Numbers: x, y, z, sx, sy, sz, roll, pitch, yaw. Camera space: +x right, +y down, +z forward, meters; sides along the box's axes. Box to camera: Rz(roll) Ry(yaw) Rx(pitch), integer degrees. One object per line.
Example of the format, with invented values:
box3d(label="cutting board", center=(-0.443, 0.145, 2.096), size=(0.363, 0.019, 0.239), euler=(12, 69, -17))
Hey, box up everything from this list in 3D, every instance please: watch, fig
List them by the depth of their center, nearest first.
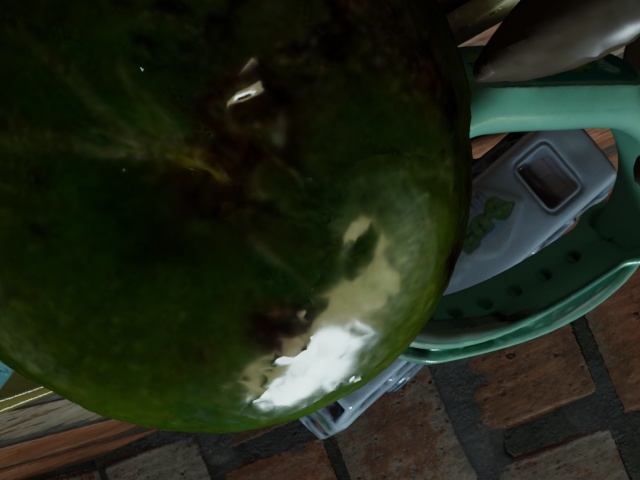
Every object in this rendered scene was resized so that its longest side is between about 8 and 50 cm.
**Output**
box3d(label="fig", center=(-0.038, -0.047, 0.492), size=(0.203, 0.203, 0.235), euler=(-24, -165, 15))
box3d(label="watch", center=(0.116, -0.021, 0.785), size=(0.237, 0.068, 0.195), euler=(-7, 123, -30))

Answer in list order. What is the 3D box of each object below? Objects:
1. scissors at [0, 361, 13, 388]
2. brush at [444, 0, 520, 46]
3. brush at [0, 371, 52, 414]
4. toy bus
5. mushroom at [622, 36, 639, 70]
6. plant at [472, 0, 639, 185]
box3d(label="scissors", center=(-0.263, 0.087, 0.993), size=(0.180, 0.032, 0.393), euler=(4, 162, -18))
box3d(label="brush", center=(0.087, -0.127, 0.735), size=(0.336, 0.020, 0.085), euler=(-26, 170, 33))
box3d(label="brush", center=(-0.249, 0.122, 1.363), size=(0.233, 0.047, 0.103), euler=(-20, 171, -19))
box3d(label="toy bus", center=(0.099, 0.017, 1.057), size=(0.330, 0.109, 0.136), euler=(-40, 176, -17))
box3d(label="mushroom", center=(0.296, -0.105, 0.829), size=(0.206, 0.209, 0.206), euler=(-16, -163, 5))
box3d(label="plant", center=(0.165, -0.137, 0.343), size=(0.194, 0.181, 0.321), euler=(-23, 171, -26))
